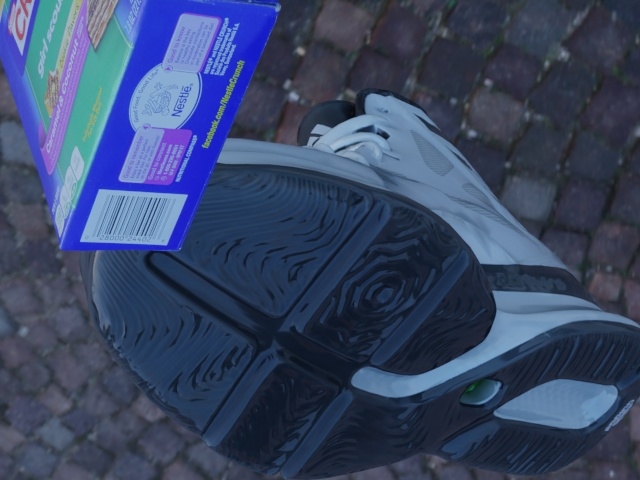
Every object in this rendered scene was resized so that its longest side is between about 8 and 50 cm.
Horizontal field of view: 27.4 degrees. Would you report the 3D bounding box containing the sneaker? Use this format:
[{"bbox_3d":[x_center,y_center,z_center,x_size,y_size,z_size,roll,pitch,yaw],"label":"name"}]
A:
[{"bbox_3d":[0.000,0.001,0.795,0.447,0.257,0.169,21,113,-48],"label":"sneaker"}]

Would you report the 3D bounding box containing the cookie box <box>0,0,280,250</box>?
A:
[{"bbox_3d":[-0.060,-0.065,0.388,0.040,0.107,0.092,3,132,-30],"label":"cookie box"}]
